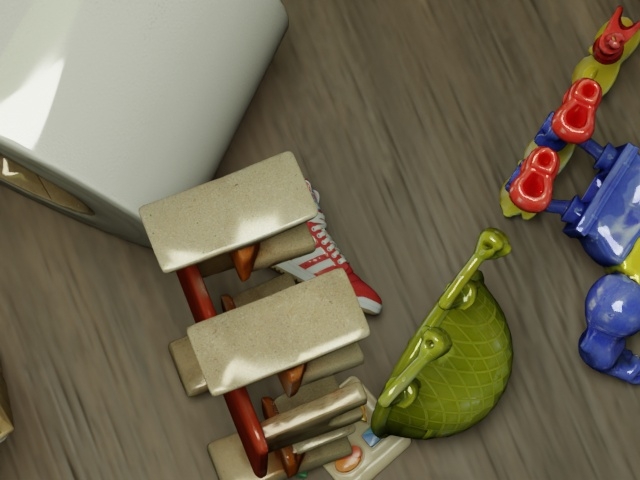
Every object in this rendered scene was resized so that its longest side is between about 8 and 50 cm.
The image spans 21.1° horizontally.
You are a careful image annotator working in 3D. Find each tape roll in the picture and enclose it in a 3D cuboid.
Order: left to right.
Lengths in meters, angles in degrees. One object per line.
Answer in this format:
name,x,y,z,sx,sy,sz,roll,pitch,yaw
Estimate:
tape roll,-0.164,-0.119,1.093,0.246,0.246,0.169,25,81,7

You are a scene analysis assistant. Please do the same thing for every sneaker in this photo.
sneaker,0.000,0.000,1.164,0.118,0.042,0.067,29,85,10

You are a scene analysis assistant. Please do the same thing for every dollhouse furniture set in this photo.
dollhouse furniture set,-0.040,0.113,1.012,0.135,0.262,0.259,-20,71,-9

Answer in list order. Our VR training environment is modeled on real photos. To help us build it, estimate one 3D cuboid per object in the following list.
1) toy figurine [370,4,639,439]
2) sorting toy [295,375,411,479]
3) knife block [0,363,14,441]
toy figurine,0.211,0.017,1.084,0.217,0.191,0.363,31,84,3
sorting toy,0.011,0.140,1.152,0.083,0.012,0.062,-41,80,-5
knife block,-0.304,0.017,1.082,0.088,0.276,0.242,-36,109,-3
